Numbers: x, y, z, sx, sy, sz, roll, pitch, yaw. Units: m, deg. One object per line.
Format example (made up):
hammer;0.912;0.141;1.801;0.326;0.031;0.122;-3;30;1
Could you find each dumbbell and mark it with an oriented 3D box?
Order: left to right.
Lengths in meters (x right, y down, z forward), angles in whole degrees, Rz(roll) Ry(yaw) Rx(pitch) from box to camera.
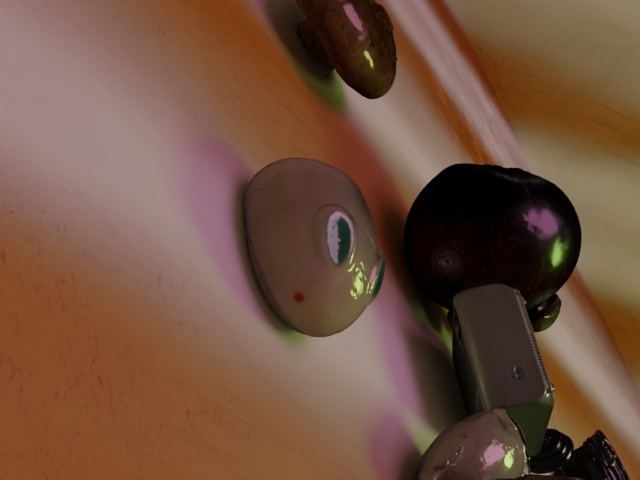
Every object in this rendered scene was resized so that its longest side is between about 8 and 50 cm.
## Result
dumbbell;0.431;0.417;1.785;0.208;0.099;0.099;57;21;-17

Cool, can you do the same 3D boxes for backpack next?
backpack;0.572;0.519;1.951;0.258;0.133;0.206;60;10;24

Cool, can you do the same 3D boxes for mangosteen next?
mangosteen;0.275;0.016;1.638;0.300;0.300;0.300;51;24;-34

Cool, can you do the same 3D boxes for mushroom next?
mushroom;0.037;-0.360;1.641;0.278;0.146;0.278;55;15;-22

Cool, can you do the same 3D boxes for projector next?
projector;0.275;0.207;1.510;0.250;0.108;0.198;78;0;-58

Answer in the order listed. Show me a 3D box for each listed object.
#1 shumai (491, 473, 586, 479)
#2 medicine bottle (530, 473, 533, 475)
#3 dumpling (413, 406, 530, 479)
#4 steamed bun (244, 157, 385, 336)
shumai;0.262;0.447;1.220;0.263;0.304;0.309;91;21;-75
medicine bottle;0.363;0.450;1.546;0.183;0.119;0.069;52;23;-25
dumpling;0.198;0.322;1.275;0.247;0.142;0.172;-30;97;-43
steamed bun;0.000;0.000;1.154;0.177;0.130;0.228;47;25;-42
